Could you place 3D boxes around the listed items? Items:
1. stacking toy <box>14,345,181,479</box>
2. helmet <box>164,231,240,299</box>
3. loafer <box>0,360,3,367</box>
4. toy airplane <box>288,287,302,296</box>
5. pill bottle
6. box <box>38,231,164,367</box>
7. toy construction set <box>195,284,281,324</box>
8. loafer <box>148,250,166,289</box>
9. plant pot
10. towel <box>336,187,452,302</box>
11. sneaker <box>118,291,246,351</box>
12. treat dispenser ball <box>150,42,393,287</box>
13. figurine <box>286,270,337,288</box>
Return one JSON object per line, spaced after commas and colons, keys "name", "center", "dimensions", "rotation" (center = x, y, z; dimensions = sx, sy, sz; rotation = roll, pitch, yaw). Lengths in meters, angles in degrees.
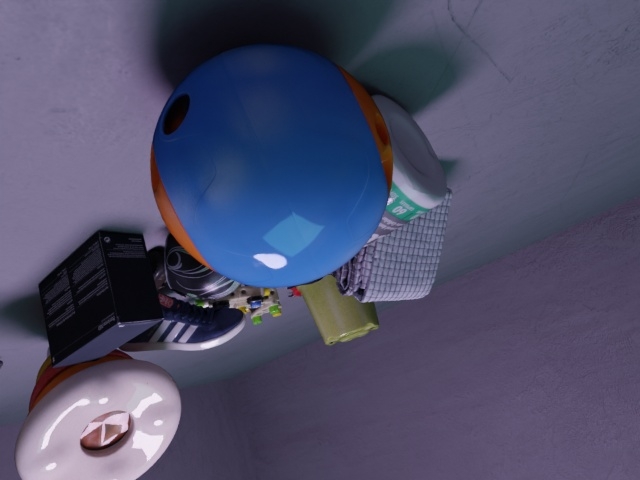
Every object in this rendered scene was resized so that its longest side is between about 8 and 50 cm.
{"name": "stacking toy", "center": [-0.604, 0.363, 1.209], "dimensions": [0.351, 0.480, 0.350], "rotation": [-19, 121, -35]}
{"name": "helmet", "center": [-0.227, 0.038, 0.994], "dimensions": [0.162, 0.169, 0.169], "rotation": [-1, 161, 1]}
{"name": "loafer", "center": [-0.975, 0.393, 1.394], "dimensions": [0.061, 0.062, 0.170], "rotation": [-7, 160, -44]}
{"name": "toy airplane", "center": [-0.049, 0.180, 1.745], "dimensions": [0.151, 0.028, 0.151], "rotation": [-16, 160, -6]}
{"name": "pill bottle", "center": [0.015, -0.068, 0.835], "dimensions": [0.361, 0.204, 0.204], "rotation": [-32, 157, 33]}
{"name": "box", "center": [-0.447, 0.123, 0.954], "dimensions": [0.261, 0.184, 0.103], "rotation": [-30, 158, 31]}
{"name": "toy construction set", "center": [-0.260, 0.200, 1.439], "dimensions": [0.328, 0.151, 0.215], "rotation": [-21, 165, -31]}
{"name": "loafer", "center": [-0.397, 0.099, 1.094], "dimensions": [0.220, 0.080, 0.078], "rotation": [-33, 157, 34]}
{"name": "plant pot", "center": [0.063, 0.186, 1.520], "dimensions": [0.276, 0.253, 0.276], "rotation": [-18, 161, -6]}
{"name": "towel", "center": [0.162, -0.008, 1.085], "dimensions": [0.235, 0.283, 0.121], "rotation": [4, -172, -39]}
{"name": "sneaker", "center": [-0.376, 0.196, 1.239], "dimensions": [0.350, 0.131, 0.148], "rotation": [-7, 116, -2]}
{"name": "treat dispenser ball", "center": [-0.056, -0.087, 0.583], "dimensions": [0.288, 0.288, 0.288], "rotation": [-17, 161, -6]}
{"name": "figurine", "center": [0.013, 0.054, 1.313], "dimensions": [0.210, 0.092, 0.215], "rotation": [-5, 158, -14]}
